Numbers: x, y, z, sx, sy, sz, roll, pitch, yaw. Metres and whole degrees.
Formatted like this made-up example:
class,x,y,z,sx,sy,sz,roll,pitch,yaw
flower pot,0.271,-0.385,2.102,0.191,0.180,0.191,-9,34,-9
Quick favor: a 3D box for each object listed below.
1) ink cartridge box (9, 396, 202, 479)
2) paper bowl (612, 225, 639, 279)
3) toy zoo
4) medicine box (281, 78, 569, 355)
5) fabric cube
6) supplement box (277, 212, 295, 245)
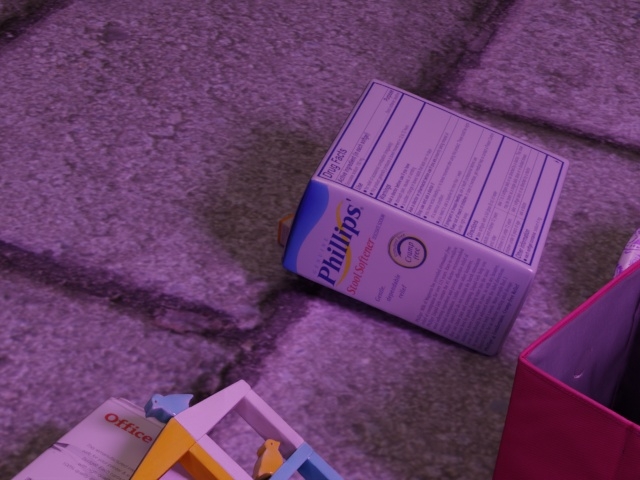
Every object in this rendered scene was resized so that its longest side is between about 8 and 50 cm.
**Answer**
class,x,y,z,sx,sy,sz,roll,pitch,yaw
ink cartridge box,-0.211,0.267,1.365,0.158,0.092,0.218,25,41,23
paper bowl,0.497,0.066,1.642,0.284,0.148,0.284,-23,41,22
toy zoo,-0.062,0.258,1.345,0.293,0.030,0.192,43,44,5
medicine box,0.136,-0.035,1.749,0.289,0.149,0.263,23,38,5
fabric cube,0.343,0.214,1.381,0.259,0.258,0.254,30,41,30
supplement box,0.000,0.000,1.815,0.062,0.036,0.098,-25,46,-38
